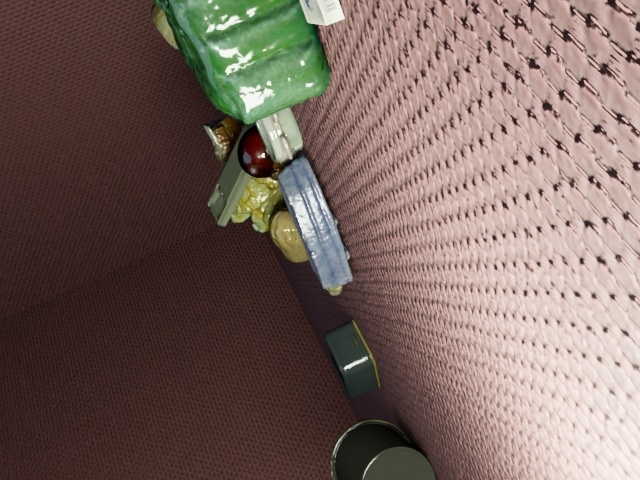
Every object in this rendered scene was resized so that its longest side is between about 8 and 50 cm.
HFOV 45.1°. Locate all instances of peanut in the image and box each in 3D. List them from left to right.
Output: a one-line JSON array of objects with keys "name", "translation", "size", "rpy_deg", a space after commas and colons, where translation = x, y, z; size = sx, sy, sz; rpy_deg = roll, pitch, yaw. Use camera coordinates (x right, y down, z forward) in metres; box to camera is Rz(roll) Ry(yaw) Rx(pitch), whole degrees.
[{"name": "peanut", "translation": [-0.065, -0.013, 1.954], "size": [0.120, 0.110, 0.236], "rpy_deg": [41, 173, 19]}]

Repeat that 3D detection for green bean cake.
[{"name": "green bean cake", "translation": [-0.130, -0.323, 1.012], "size": [0.307, 0.169, 0.300], "rpy_deg": [67, 174, -22]}]

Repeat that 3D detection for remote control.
[{"name": "remote control", "translation": [-0.214, -0.176, 2.005], "size": [0.038, 0.285, 0.123], "rpy_deg": [16, -159, -31]}]

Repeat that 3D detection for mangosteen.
[{"name": "mangosteen", "translation": [-0.109, -0.183, 1.655], "size": [0.140, 0.140, 0.140], "rpy_deg": [156, 90, -84]}]

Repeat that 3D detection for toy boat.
[{"name": "toy boat", "translation": [-0.010, -0.036, 1.507], "size": [0.127, 0.078, 0.283], "rpy_deg": [-118, 6, -59]}]

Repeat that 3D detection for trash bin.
[{"name": "trash bin", "translation": [0.139, 0.549, 1.849], "size": [0.214, 0.214, 0.334], "rpy_deg": [66, 170, -4]}]

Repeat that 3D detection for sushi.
[{"name": "sushi", "translation": [-0.245, -0.282, 2.268], "size": [0.274, 0.139, 0.184], "rpy_deg": [77, 169, -75]}]

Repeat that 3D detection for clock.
[{"name": "clock", "translation": [-0.085, -0.223, 1.495], "size": [0.191, 0.062, 0.151], "rpy_deg": [-136, 23, -73]}]

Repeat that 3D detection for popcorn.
[{"name": "popcorn", "translation": [-0.153, -0.112, 2.087], "size": [0.187, 0.167, 0.185], "rpy_deg": [33, 158, -20]}]

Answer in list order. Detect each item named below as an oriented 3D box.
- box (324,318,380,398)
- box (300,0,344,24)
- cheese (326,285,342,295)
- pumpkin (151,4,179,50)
[{"name": "box", "translation": [0.081, 0.310, 1.992], "size": [0.201, 0.090, 0.144], "rpy_deg": [74, 170, -57]}, {"name": "box", "translation": [-0.003, -0.261, 0.828], "size": [0.054, 0.024, 0.083], "rpy_deg": [66, 173, -22]}, {"name": "cheese", "translation": [0.029, 0.076, 1.776], "size": [0.065, 0.043, 0.194], "rpy_deg": [59, 170, 20]}, {"name": "pumpkin", "translation": [-0.260, -0.488, 1.684], "size": [0.110, 0.217, 0.217], "rpy_deg": [-53, 52, 38]}]
